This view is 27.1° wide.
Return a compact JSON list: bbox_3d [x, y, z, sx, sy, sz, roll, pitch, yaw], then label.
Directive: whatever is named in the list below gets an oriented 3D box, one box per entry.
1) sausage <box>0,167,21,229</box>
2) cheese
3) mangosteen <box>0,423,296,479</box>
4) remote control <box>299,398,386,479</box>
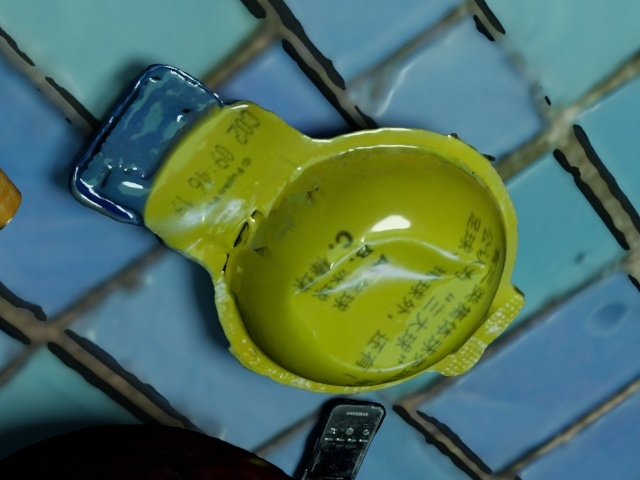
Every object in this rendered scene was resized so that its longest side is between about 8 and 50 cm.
[{"bbox_3d":[-0.182,-0.049,0.631,0.031,0.031,0.107,-29,127,3],"label":"sausage"},{"bbox_3d":[0.000,0.000,0.705,0.270,0.069,0.177,28,111,-30],"label":"cheese"},{"bbox_3d":[-0.084,0.259,0.729,0.306,0.306,0.359,-41,147,12],"label":"mangosteen"},{"bbox_3d":[0.009,0.136,0.842,0.039,0.014,0.096,6,123,-23],"label":"remote control"}]
